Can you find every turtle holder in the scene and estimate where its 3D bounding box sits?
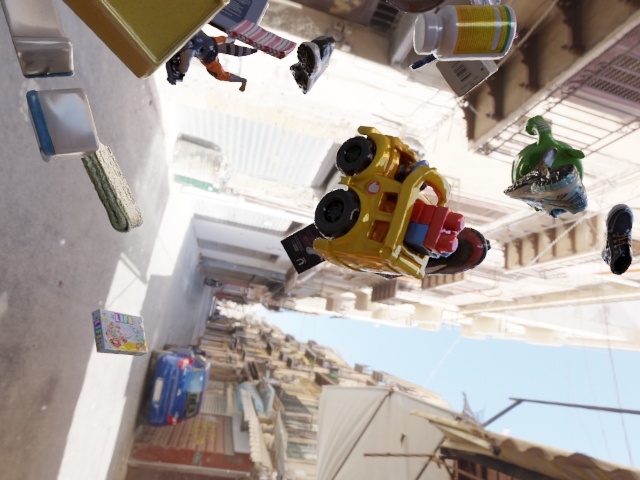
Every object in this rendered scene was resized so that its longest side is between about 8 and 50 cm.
[{"bbox_3d":[0.815,-0.274,1.575,0.243,0.320,0.227,-40,-171,17],"label":"turtle holder"}]

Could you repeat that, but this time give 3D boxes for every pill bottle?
[{"bbox_3d":[0.332,-0.486,0.983,0.117,0.208,0.118,176,-90,-84],"label":"pill bottle"}]

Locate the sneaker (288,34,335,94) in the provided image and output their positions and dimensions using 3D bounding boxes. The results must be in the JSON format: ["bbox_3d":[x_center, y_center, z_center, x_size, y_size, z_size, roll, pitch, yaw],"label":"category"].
[{"bbox_3d":[-0.022,-0.526,1.270,0.108,0.100,0.271,-35,-172,-13],"label":"sneaker"}]

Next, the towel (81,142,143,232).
[{"bbox_3d":[-0.313,-0.083,0.625,0.110,0.027,0.148,-146,-147,-76],"label":"towel"}]

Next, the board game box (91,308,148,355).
[{"bbox_3d":[-0.506,0.236,1.065,0.104,0.026,0.154,68,9,22],"label":"board game box"}]

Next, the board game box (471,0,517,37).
[{"bbox_3d":[0.576,-0.877,1.440,0.390,0.050,0.390,-35,108,-50],"label":"board game box"}]

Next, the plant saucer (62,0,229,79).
[{"bbox_3d":[-0.371,-0.561,0.935,0.332,0.081,0.333,-44,154,-2],"label":"plant saucer"}]

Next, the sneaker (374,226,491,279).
[{"bbox_3d":[0.187,0.027,0.835,0.275,0.135,0.098,-5,-88,43],"label":"sneaker"}]

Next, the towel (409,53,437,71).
[{"bbox_3d":[0.412,-0.708,1.658,0.067,0.119,0.029,-82,147,-71],"label":"towel"}]

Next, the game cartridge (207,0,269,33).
[{"bbox_3d":[-0.344,-0.848,1.477,0.198,0.297,0.062,-65,-172,-9],"label":"game cartridge"}]

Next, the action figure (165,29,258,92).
[{"bbox_3d":[-0.373,-0.655,1.320,0.178,0.330,0.342,-3,-90,35],"label":"action figure"}]

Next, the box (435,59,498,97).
[{"bbox_3d":[0.522,-0.616,1.488,0.126,0.149,0.232,-35,-176,36],"label":"box"}]

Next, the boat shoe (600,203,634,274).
[{"bbox_3d":[0.790,0.000,1.101,0.083,0.065,0.184,-69,151,-55],"label":"boat shoe"}]

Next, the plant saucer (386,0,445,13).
[{"bbox_3d":[0.199,-0.574,0.853,0.036,0.198,0.199,-103,-153,-59],"label":"plant saucer"}]

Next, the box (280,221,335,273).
[{"bbox_3d":[0.000,0.000,1.737,0.270,0.165,0.143,-27,-177,23],"label":"box"}]

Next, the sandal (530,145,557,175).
[{"bbox_3d":[0.766,-0.239,1.433,0.049,0.072,0.180,32,-90,51],"label":"sandal"}]

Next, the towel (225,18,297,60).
[{"bbox_3d":[-0.179,-0.634,1.313,0.144,0.196,0.029,-70,-176,-49],"label":"towel"}]

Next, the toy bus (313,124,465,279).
[{"bbox_3d":[0.121,-0.053,0.626,0.211,0.149,0.221,10,-103,42],"label":"toy bus"}]

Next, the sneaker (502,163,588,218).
[{"bbox_3d":[0.581,-0.112,1.099,0.110,0.122,0.283,-34,-175,4],"label":"sneaker"}]

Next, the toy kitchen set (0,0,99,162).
[{"bbox_3d":[-0.305,-0.164,0.349,0.122,0.166,0.207,10,-67,57],"label":"toy kitchen set"}]
